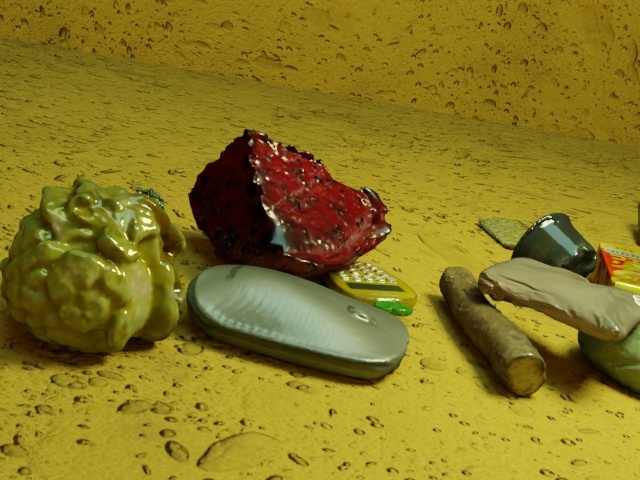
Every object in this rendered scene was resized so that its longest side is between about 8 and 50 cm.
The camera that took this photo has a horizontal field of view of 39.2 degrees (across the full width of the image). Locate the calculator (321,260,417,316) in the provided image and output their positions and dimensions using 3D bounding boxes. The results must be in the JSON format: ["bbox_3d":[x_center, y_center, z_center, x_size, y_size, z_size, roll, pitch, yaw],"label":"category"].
[{"bbox_3d":[0.083,0.081,1.535,0.146,0.032,0.235,5,19,-22],"label":"calculator"}]

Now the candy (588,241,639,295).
[{"bbox_3d":[0.614,0.094,1.755,0.146,0.088,0.276,14,17,9],"label":"candy"}]

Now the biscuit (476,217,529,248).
[{"bbox_3d":[0.444,-0.016,2.076,0.144,0.016,0.203,6,20,-19],"label":"biscuit"}]

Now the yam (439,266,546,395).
[{"bbox_3d":[0.266,0.133,1.435,0.081,0.081,0.357,9,19,-11],"label":"yam"}]

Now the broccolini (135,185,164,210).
[{"bbox_3d":[-0.381,-0.062,1.611,0.216,0.058,0.067,-4,27,-39],"label":"broccolini"}]

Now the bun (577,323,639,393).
[{"bbox_3d":[0.524,0.165,1.450,0.221,0.108,0.221,10,19,-3],"label":"bun"}]

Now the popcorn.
[{"bbox_3d":[-0.289,0.030,1.183,0.259,0.212,0.259,6,24,-3],"label":"popcorn"}]

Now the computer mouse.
[{"bbox_3d":[-0.032,0.105,1.302,0.331,0.095,0.197,14,23,6],"label":"computer mouse"}]

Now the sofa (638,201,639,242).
[{"bbox_3d":[0.935,-0.024,2.261,0.258,0.182,0.200,15,36,8],"label":"sofa"}]

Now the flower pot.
[{"bbox_3d":[0.460,0.038,1.743,0.157,0.157,0.107,-4,38,-41],"label":"flower pot"}]

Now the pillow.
[{"bbox_3d":[0.383,0.086,1.418,0.270,0.067,0.173,20,22,41],"label":"pillow"}]

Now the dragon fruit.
[{"bbox_3d":[-0.042,0.003,1.561,0.329,0.228,0.286,14,44,-43],"label":"dragon fruit"}]
